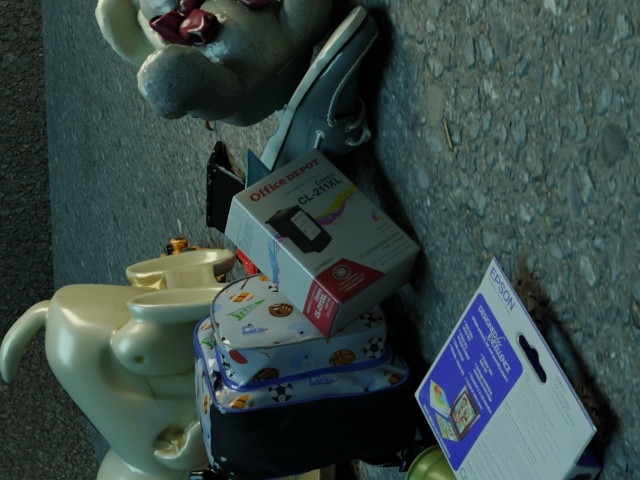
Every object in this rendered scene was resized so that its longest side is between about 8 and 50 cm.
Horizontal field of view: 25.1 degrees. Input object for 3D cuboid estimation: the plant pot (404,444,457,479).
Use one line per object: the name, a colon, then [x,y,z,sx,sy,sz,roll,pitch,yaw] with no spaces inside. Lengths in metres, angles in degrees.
plant pot: [0.142,0.261,1.477,0.079,0.083,0.083,20,120,54]

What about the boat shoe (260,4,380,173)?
boat shoe: [0.017,-0.145,1.632,0.099,0.116,0.319,33,145,1]

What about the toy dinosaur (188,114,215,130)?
toy dinosaur: [-0.185,-0.227,2.229,0.090,0.047,0.082,95,177,-65]

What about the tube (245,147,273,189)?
tube: [-0.036,-0.020,1.698,0.207,0.052,0.080,46,-149,-44]

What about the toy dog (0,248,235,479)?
toy dog: [-0.239,0.259,2.076,0.284,0.395,0.408,-146,47,-69]

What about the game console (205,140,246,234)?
game console: [-0.139,-0.075,2.215,0.107,0.071,0.122,-75,-8,-52]

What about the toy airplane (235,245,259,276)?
toy airplane: [-0.103,0.041,2.144,0.151,0.028,0.151,168,90,-73]

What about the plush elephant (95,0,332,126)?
plush elephant: [-0.128,-0.273,1.666,0.255,0.272,0.330,46,176,16]

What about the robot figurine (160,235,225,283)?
robot figurine: [-0.201,0.132,2.399,0.211,0.085,0.291,-171,71,-70]

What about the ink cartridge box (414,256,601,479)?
ink cartridge box: [0.178,0.156,1.323,0.206,0.045,0.208,64,145,37]

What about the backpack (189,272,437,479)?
backpack: [-0.034,0.147,1.658,0.263,0.276,0.213,-132,40,-68]

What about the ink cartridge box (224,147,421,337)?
ink cartridge box: [0.000,0.000,1.564,0.175,0.127,0.072,44,147,20]

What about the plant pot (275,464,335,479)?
plant pot: [-0.019,0.326,1.965,0.236,0.032,0.236,-174,90,-75]
